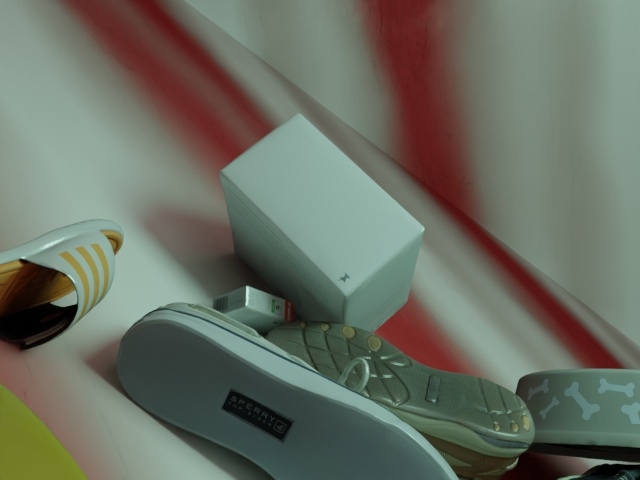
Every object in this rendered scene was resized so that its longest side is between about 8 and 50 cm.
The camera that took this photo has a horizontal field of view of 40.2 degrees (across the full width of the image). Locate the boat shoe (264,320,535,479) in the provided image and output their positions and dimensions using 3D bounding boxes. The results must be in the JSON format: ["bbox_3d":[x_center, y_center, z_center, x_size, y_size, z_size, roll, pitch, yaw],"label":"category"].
[{"bbox_3d":[0.075,0.196,1.004,0.324,0.116,0.123,22,31,10],"label":"boat shoe"}]

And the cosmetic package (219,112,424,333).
[{"bbox_3d":[0.000,0.000,1.120,0.224,0.138,0.225,45,-18,19],"label":"cosmetic package"}]

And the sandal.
[{"bbox_3d":[-0.250,0.055,0.744,0.076,0.102,0.265,43,27,11],"label":"sandal"}]

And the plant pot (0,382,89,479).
[{"bbox_3d":[-0.211,0.186,0.275,0.254,0.254,0.239,45,34,20],"label":"plant pot"}]

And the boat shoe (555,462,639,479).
[{"bbox_3d":[0.365,0.356,1.027,0.500,0.156,0.187,5,70,-63],"label":"boat shoe"}]

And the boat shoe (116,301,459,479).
[{"bbox_3d":[-0.019,0.173,0.869,0.367,0.136,0.156,28,15,0],"label":"boat shoe"}]

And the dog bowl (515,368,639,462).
[{"bbox_3d":[0.431,0.251,1.220,0.348,0.348,0.102,21,69,-43],"label":"dog bowl"}]

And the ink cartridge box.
[{"bbox_3d":[-0.068,0.089,1.055,0.115,0.063,0.029,23,58,-41],"label":"ink cartridge box"}]
